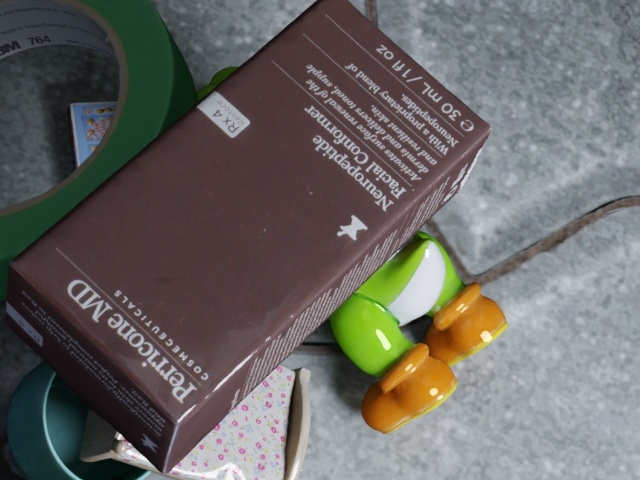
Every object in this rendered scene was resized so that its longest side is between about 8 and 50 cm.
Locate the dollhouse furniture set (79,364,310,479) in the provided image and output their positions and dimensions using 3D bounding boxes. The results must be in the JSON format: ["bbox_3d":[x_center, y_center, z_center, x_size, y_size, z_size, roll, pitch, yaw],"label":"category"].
[{"bbox_3d":[-0.030,0.184,1.666,0.303,0.174,0.355,22,65,-31],"label":"dollhouse furniture set"}]

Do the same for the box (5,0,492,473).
[{"bbox_3d":[-0.059,-0.014,1.593,0.191,0.143,0.381,42,67,10],"label":"box"}]

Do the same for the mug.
[{"bbox_3d":[-0.218,0.171,1.702,0.129,0.097,0.158,51,54,-15],"label":"mug"}]

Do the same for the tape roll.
[{"bbox_3d":[-0.272,-0.104,1.736,0.321,0.077,0.321,-7,59,12],"label":"tape roll"}]

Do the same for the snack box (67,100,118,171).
[{"bbox_3d":[-0.200,-0.048,1.846,0.064,0.022,0.178,-4,71,-16],"label":"snack box"}]

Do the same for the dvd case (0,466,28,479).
[{"bbox_3d":[-0.266,0.321,1.584,0.180,0.022,0.253,23,96,21],"label":"dvd case"}]

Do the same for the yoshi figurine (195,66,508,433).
[{"bbox_3d":[-0.009,0.003,1.826,0.203,0.203,0.362,-39,97,9],"label":"yoshi figurine"}]

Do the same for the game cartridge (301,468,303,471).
[{"bbox_3d":[-0.064,0.203,1.792,0.083,0.017,0.056,-18,79,-21],"label":"game cartridge"}]
